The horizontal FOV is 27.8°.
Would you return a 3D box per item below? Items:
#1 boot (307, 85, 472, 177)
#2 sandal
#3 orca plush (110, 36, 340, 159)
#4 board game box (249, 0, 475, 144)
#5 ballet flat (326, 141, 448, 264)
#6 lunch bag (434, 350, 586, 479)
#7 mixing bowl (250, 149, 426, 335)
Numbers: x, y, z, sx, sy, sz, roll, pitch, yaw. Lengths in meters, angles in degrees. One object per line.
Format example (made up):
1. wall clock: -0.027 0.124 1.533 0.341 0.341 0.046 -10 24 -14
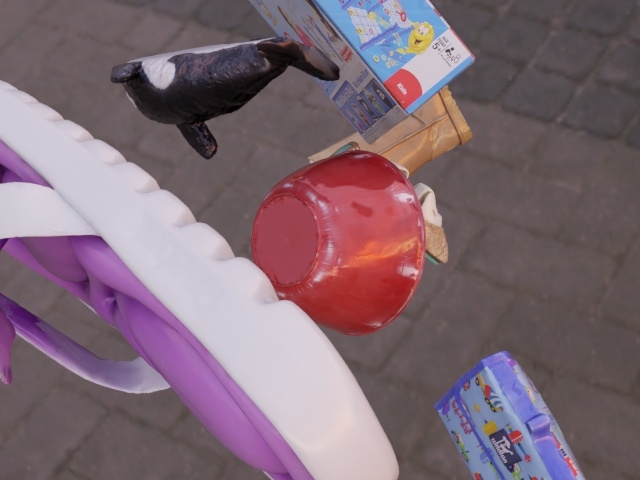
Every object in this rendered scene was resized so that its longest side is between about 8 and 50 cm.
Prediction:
1. boot: 0.098 -0.196 2.212 0.270 0.236 0.089 -31 6 -5
2. sandal: -0.127 0.023 0.637 0.102 0.169 0.416 -40 36 -19
3. orca plush: -0.092 -0.130 1.209 0.287 0.102 0.151 -2 14 42
4. board game box: 0.005 -0.252 1.331 0.086 0.308 0.302 -40 93 -4
5. ballet flat: 0.086 -0.042 1.414 0.067 0.206 0.073 -52 37 8
6. lunch bag: 0.275 0.266 1.727 0.138 0.293 0.221 -26 76 -8
7. mixing bowl: 0.000 0.000 1.224 0.181 0.098 0.181 -3 86 42
